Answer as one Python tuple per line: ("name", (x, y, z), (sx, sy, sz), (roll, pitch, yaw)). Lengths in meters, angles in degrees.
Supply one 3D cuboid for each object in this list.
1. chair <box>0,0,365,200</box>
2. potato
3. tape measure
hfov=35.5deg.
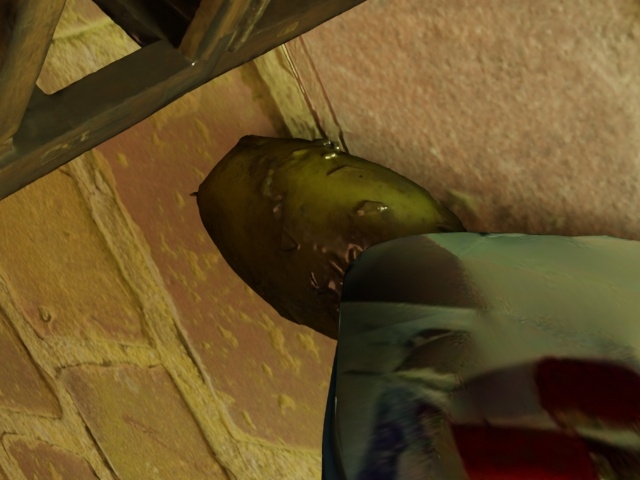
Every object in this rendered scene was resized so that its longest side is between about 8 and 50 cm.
("chair", (-0.067, -0.195, 0.408), (0.203, 0.416, 0.240), (42, 135, 7))
("potato", (0.000, 0.000, 0.730), (0.251, 0.113, 0.149), (20, 138, 31))
("tape measure", (0.130, 0.134, 0.552), (0.259, 0.262, 0.138), (4, 137, 6))
